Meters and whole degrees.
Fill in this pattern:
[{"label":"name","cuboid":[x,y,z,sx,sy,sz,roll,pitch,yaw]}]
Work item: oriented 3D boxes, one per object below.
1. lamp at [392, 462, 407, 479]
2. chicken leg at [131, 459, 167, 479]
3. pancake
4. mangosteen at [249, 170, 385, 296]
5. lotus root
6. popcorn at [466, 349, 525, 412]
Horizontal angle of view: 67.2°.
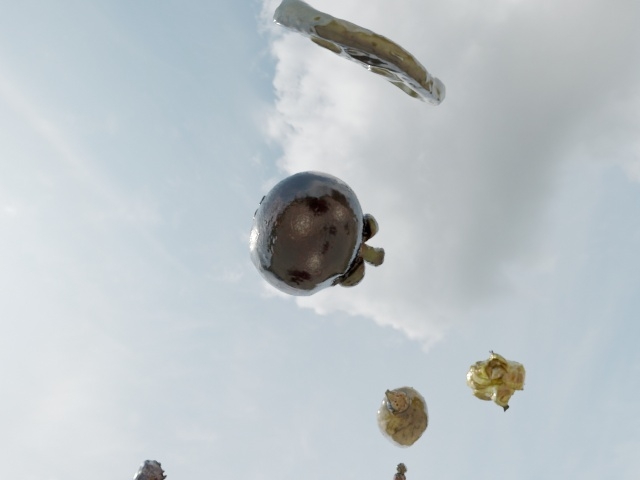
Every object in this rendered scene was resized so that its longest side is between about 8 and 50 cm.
[{"label":"lamp","cuboid":[0.154,0.489,0.968,0.083,0.031,0.063,-69,-23,-15]},{"label":"chicken leg","cuboid":[-0.439,0.614,1.198,0.092,0.205,0.053,3,-73,-3]},{"label":"pancake","cuboid":[0.060,-0.289,0.733,0.294,0.294,0.050,17,-68,-28]},{"label":"mangosteen","cuboid":[-0.019,-0.003,1.101,0.297,0.297,0.293,-39,-96,1]},{"label":"lotus root","cuboid":[0.234,0.498,1.355,0.154,0.140,0.257,-53,-28,-25]},{"label":"popcorn","cuboid":[0.250,0.203,0.676,0.084,0.084,0.084,-9,-61,-18]}]
